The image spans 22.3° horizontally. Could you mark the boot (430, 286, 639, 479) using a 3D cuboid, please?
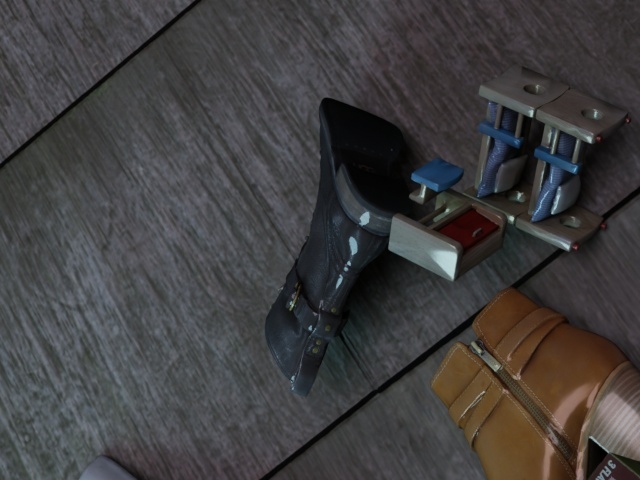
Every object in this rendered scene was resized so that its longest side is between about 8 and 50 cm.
[{"bbox_3d":[0.171,0.198,1.489,0.220,0.109,0.283,40,99,30],"label":"boot"}]

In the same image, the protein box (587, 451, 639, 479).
[{"bbox_3d":[0.303,0.297,1.346,0.201,0.200,0.136,39,97,28],"label":"protein box"}]

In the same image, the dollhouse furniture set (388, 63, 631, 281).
[{"bbox_3d":[0.174,-0.054,1.483,0.129,0.184,0.129,27,128,29],"label":"dollhouse furniture set"}]

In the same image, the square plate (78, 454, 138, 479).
[{"bbox_3d":[-0.220,0.419,1.597,0.347,0.049,0.344,23,87,52],"label":"square plate"}]

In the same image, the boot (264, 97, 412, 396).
[{"bbox_3d":[0.000,0.000,1.618,0.263,0.091,0.229,-96,29,-57],"label":"boot"}]
